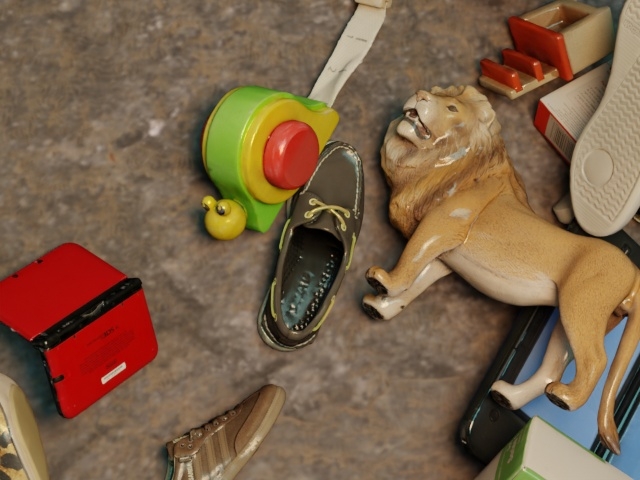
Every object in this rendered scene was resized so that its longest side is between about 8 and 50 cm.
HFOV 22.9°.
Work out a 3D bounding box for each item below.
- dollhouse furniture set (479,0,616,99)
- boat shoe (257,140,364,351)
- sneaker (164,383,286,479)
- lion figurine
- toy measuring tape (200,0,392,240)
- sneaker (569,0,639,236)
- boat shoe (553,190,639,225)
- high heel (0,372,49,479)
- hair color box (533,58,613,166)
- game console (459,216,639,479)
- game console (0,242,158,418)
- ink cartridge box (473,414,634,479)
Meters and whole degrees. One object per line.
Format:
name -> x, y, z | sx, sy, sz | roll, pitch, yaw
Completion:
dollhouse furniture set -> 0.209, -0.292, 1.617 | 0.135, 0.262, 0.259 | -25, 117, -15
boat shoe -> 0.000, 0.000, 1.587 | 0.081, 0.068, 0.228 | 19, 75, -10
sneaker -> -0.109, 0.202, 1.520 | 0.071, 0.066, 0.188 | 39, 72, -3
lion figurine -> 0.195, 0.017, 1.551 | 0.392, 0.142, 0.240 | 37, 70, 20
toy measuring tape -> -0.032, -0.148, 1.581 | 0.121, 0.121, 0.330 | 31, 74, -6
sneaker -> 0.347, -0.121, 1.603 | 0.151, 0.094, 0.256 | 7, 102, -47
boat shoe -> 0.355, -0.055, 1.682 | 0.219, 0.078, 0.070 | -24, 101, -9
high heel -> -0.370, 0.176, 1.468 | 0.186, 0.093, 0.261 | -24, 95, 2
hair color box -> 0.324, -0.143, 1.693 | 0.167, 0.053, 0.093 | -29, 65, -16
game console -> 0.325, 0.149, 1.576 | 0.250, 0.173, 0.293 | 40, 70, -26
game console -> -0.239, 0.084, 1.506 | 0.144, 0.085, 0.124 | -36, 120, -48
ink cartridge box -> 0.197, 0.298, 1.501 | 0.160, 0.219, 0.092 | 34, 32, -6
